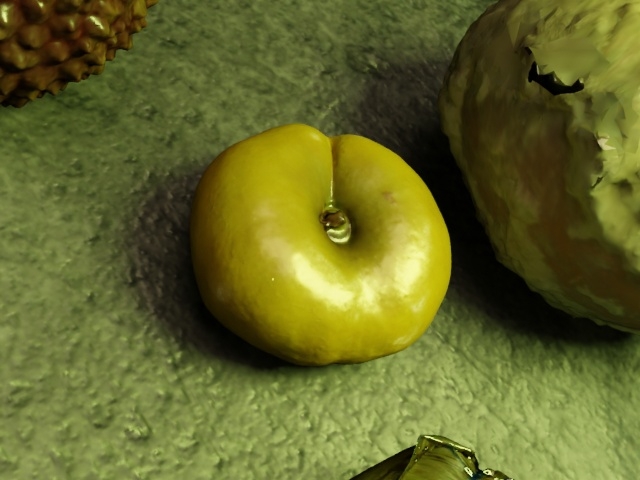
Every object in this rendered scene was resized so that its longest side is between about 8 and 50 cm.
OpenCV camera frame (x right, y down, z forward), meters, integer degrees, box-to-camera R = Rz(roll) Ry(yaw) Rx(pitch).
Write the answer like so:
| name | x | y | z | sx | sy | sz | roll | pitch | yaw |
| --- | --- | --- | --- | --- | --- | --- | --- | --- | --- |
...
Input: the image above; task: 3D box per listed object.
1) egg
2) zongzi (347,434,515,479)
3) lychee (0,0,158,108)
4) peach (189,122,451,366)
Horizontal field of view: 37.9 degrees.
| name | x | y | z | sx | sy | sz | roll | pitch | yaw |
| --- | --- | --- | --- | --- | --- | --- | --- | --- | --- |
| egg | 0.235 | -0.067 | 0.675 | 0.279 | 0.279 | 0.310 | -21 | 63 | -33 |
| zongzi | -0.048 | 0.170 | 0.485 | 0.289 | 0.123 | 0.260 | 31 | 48 | 1 |
| lychee | -0.216 | -0.214 | 0.552 | 0.272 | 0.271 | 0.271 | 12 | 56 | -18 |
| peach | 0.000 | 0.000 | 0.619 | 0.179 | 0.103 | 0.179 | 12 | 53 | -17 |
